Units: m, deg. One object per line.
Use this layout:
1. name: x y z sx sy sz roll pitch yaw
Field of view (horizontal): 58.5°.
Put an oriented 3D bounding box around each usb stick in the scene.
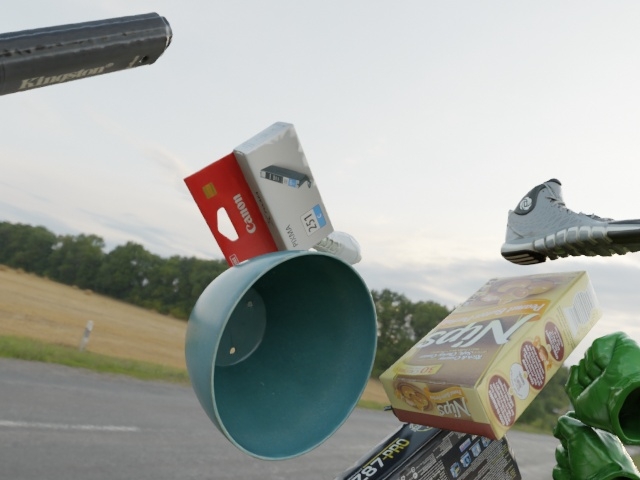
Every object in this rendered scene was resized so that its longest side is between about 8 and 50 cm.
1. usb stick: -0.275 -0.183 0.575 0.045 0.278 0.077 57 -41 2

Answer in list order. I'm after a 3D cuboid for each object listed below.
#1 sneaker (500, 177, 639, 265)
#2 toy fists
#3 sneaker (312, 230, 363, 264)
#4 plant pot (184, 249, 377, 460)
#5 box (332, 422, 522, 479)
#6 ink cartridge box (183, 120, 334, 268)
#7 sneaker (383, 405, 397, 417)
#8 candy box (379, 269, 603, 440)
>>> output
1. sneaker: 0.383 -0.042 0.868 0.229 0.132 0.086 -10 -28 41
2. toy fists: 0.407 0.267 0.830 0.096 0.278 0.142 5 20 4
3. sneaker: 0.000 0.000 1.503 0.232 0.090 0.115 27 10 12
4. plant pot: -0.085 0.145 0.851 0.290 0.290 0.196 26 -9 -41
5. box: 0.181 0.472 0.949 0.395 0.318 0.097 -29 12 -31
6. ink cartridge box: -0.125 -0.076 1.289 0.066 0.261 0.296 25 -35 51
7. sneaker: 0.310 0.456 1.660 0.269 0.101 0.153 2 -29 -31
8. candy box: 0.262 0.158 0.862 0.317 0.087 0.183 -31 11 -35
